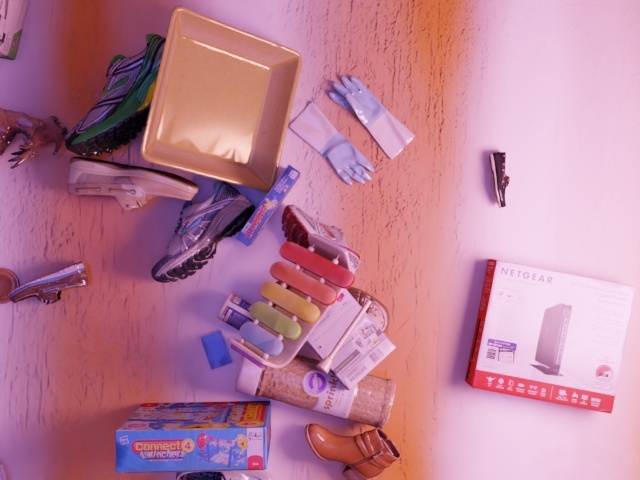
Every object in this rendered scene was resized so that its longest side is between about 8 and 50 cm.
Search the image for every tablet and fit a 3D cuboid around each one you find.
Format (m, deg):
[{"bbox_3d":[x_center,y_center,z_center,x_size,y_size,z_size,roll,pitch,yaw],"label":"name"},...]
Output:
[{"bbox_3d":[-0.244,0.256,1.901,0.054,0.006,0.083,-19,92,-2],"label":"tablet"}]

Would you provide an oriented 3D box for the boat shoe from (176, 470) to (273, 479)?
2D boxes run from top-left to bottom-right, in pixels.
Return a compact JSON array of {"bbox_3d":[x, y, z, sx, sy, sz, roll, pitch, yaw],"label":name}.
[{"bbox_3d":[-0.222,0.562,1.867,0.227,0.081,0.079,7,90,-2],"label":"boat shoe"}]

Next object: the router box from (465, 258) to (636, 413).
[{"bbox_3d":[0.531,0.220,1.889,0.335,0.082,0.301,10,90,-2],"label":"router box"}]

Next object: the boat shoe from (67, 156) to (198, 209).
[{"bbox_3d":[-0.428,-0.119,1.844,0.302,0.109,0.098,11,96,4],"label":"boat shoe"}]

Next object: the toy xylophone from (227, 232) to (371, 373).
[{"bbox_3d":[-0.034,0.145,1.739,0.236,0.081,0.323,18,67,31],"label":"toy xylophone"}]

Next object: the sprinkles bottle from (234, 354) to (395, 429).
[{"bbox_3d":[-0.012,0.330,1.853,0.355,0.121,0.121,15,90,-3],"label":"sprinkles bottle"}]

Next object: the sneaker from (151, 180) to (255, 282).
[{"bbox_3d":[-0.286,-0.020,1.863,0.283,0.110,0.122,-42,74,-3],"label":"sneaker"}]

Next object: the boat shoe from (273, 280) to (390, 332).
[{"bbox_3d":[0.020,0.153,1.878,0.285,0.089,0.105,18,75,-5],"label":"boat shoe"}]

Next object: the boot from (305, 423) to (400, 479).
[{"bbox_3d":[0.074,0.461,1.850,0.197,0.073,0.152,42,125,-14],"label":"boot"}]

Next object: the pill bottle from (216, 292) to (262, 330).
[{"bbox_3d":[-0.173,0.178,1.872,0.120,0.067,0.067,30,90,-2],"label":"pill bottle"}]

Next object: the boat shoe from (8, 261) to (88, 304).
[{"bbox_3d":[-0.621,0.112,1.856,0.183,0.066,0.066,-22,93,-2],"label":"boat shoe"}]

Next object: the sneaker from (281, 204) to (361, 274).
[{"bbox_3d":[0.000,0.000,1.877,0.225,0.088,0.092,45,50,7],"label":"sneaker"}]

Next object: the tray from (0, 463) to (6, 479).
[{"bbox_3d":[-0.765,0.658,1.876,0.145,0.030,0.271,-17,91,-2],"label":"tray"}]

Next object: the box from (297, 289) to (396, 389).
[{"bbox_3d":[0.053,0.215,1.803,0.145,0.038,0.186,-40,88,-15],"label":"box"}]

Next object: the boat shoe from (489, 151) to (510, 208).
[{"bbox_3d":[0.423,-0.142,1.898,0.041,0.049,0.133,-6,86,6],"label":"boat shoe"}]

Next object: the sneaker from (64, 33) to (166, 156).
[{"bbox_3d":[-0.447,-0.324,1.840,0.146,0.134,0.343,45,80,5],"label":"sneaker"}]

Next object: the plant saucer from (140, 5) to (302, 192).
[{"bbox_3d":[-0.228,-0.304,1.805,0.332,0.081,0.333,13,90,-35],"label":"plant saucer"}]

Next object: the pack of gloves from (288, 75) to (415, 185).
[{"bbox_3d":[0.074,-0.257,1.887,0.232,0.046,0.195,44,88,-2],"label":"pack of gloves"}]

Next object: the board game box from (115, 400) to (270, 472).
[{"bbox_3d":[-0.260,0.418,1.753,0.301,0.308,0.086,-1,89,-2],"label":"board game box"}]

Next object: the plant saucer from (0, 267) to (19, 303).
[{"bbox_3d":[-0.741,0.105,1.878,0.083,0.013,0.084,0,90,-1],"label":"plant saucer"}]

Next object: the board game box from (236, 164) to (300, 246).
[{"bbox_3d":[-0.117,-0.077,1.837,0.035,0.136,0.201,36,89,-3],"label":"board game box"}]

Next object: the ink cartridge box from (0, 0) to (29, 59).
[{"bbox_3d":[-0.729,-0.500,1.769,0.092,0.219,0.160,13,90,-2],"label":"ink cartridge box"}]

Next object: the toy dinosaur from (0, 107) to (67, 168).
[{"bbox_3d":[-0.746,-0.223,1.825,0.295,0.127,0.200,-32,98,4],"label":"toy dinosaur"}]
